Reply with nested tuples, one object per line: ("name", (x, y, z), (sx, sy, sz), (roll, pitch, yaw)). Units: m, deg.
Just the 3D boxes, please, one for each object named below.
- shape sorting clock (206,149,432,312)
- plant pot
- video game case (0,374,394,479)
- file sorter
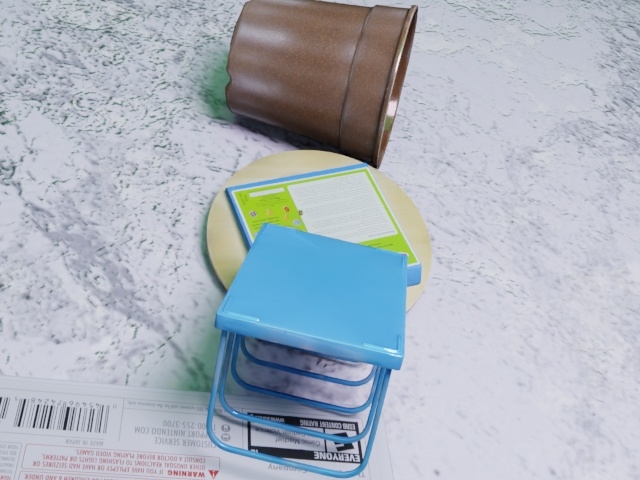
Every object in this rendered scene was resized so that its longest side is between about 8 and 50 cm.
("shape sorting clock", (0.000, 0.000, 0.772), (0.206, 0.040, 0.206), (6, 50, -7))
("plant pot", (-0.001, -0.171, 0.860), (0.165, 0.167, 0.167), (14, 45, 5))
("video game case", (-0.102, 0.215, 0.520), (0.329, 0.036, 0.300), (7, 39, -12))
("file sorter", (-0.007, 0.073, 0.615), (0.118, 0.104, 0.170), (13, 22, 2))
